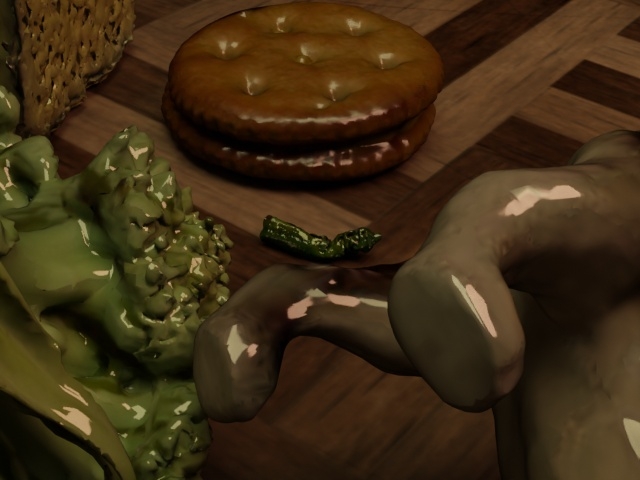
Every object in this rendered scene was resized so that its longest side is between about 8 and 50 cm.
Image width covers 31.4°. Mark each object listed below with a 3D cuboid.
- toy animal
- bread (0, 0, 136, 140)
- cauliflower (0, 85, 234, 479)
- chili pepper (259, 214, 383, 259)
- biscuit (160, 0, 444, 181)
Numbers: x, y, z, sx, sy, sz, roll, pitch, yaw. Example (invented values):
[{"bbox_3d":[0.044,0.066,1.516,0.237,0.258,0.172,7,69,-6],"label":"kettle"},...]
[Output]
[{"bbox_3d":[0.163,0.101,0.468,0.303,0.194,0.344,-19,74,-39],"label":"toy animal"},{"bbox_3d":[-0.315,-0.236,0.874,0.315,0.248,0.279,1,35,3],"label":"bread"},{"bbox_3d":[-0.185,0.039,0.496,0.260,0.281,0.327,-26,53,13],"label":"cauliflower"},{"bbox_3d":[0.000,0.000,0.762,0.083,0.022,0.027,7,38,11],"label":"chili pepper"},{"bbox_3d":[-0.015,-0.121,0.886,0.220,0.066,0.220,2,36,-1],"label":"biscuit"}]
